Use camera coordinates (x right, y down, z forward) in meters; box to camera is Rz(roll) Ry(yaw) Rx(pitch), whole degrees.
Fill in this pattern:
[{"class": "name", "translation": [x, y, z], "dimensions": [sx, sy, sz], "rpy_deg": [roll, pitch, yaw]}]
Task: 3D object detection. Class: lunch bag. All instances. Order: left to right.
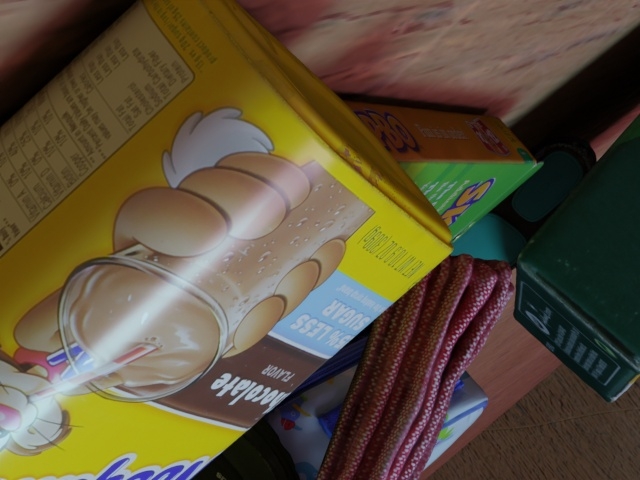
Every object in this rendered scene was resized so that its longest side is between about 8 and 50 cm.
[{"class": "lunch bag", "translation": [-0.010, 0.131, 0.869], "dimensions": [0.219, 0.090, 0.176], "rpy_deg": [-21, 160, -52]}]

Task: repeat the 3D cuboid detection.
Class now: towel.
[{"class": "towel", "translation": [0.002, 0.131, 0.579], "dimensions": [0.329, 0.037, 0.237], "rpy_deg": [90, 21, -81]}]

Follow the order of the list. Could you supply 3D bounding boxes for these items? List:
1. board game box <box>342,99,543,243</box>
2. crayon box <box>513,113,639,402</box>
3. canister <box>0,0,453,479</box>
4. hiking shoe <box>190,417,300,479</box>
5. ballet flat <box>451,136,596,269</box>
[{"class": "board game box", "translation": [0.000, 0.000, 0.560], "dimensions": [0.124, 0.039, 0.259], "rpy_deg": [-41, 164, 20]}, {"class": "crayon box", "translation": [0.233, -0.068, 0.770], "dimensions": [0.323, 0.083, 0.203], "rpy_deg": [-47, 168, -3]}, {"class": "canister", "translation": [-0.059, 0.024, 0.368], "dimensions": [0.170, 0.073, 0.126], "rpy_deg": [-42, 154, 8]}, {"class": "hiking shoe", "translation": [-0.116, 0.125, 0.497], "dimensions": [0.227, 0.086, 0.114], "rpy_deg": [-36, -177, 29]}, {"class": "ballet flat", "translation": [0.108, -0.016, 0.798], "dimensions": [0.041, 0.041, 0.114], "rpy_deg": [-22, 161, -51]}]
